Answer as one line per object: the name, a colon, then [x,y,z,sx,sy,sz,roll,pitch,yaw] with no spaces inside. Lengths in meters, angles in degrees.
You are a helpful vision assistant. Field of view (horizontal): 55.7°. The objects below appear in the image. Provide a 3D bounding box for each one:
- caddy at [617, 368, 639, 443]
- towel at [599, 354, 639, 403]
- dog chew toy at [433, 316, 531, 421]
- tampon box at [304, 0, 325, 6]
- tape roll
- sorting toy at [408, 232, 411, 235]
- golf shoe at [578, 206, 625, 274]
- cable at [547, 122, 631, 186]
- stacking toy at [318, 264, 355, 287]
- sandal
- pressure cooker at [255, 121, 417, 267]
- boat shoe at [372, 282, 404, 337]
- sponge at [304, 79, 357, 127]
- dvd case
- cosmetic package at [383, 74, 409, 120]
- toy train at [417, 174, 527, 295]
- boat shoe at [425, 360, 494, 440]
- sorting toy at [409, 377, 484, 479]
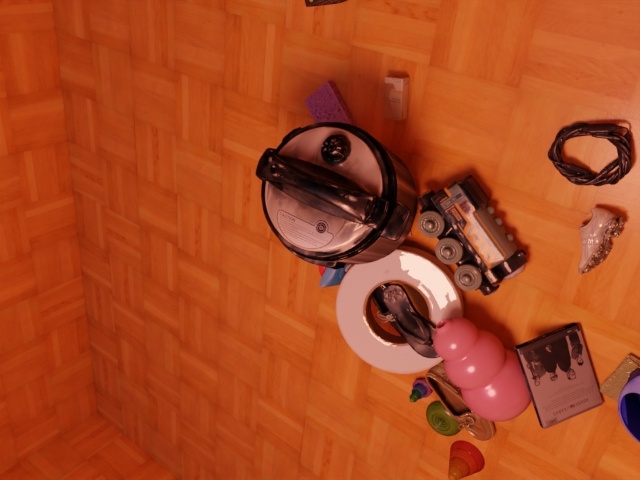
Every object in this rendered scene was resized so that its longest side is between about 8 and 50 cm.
caddy: [0.863,0.420,1.402,0.341,0.179,0.241,44,128,7]
towel: [0.800,0.368,1.555,0.110,0.027,0.148,36,128,20]
dog chew toy: [0.440,0.346,1.684,0.332,0.207,0.206,47,135,-13]
tampon box: [0.030,-0.694,1.597,0.101,0.161,0.121,-3,107,41]
tape roll: [0.237,0.208,1.829,0.391,0.072,0.392,4,103,19]
sorting toy: [0.245,-0.055,1.824,0.062,0.012,0.083,13,121,41]
golf shoe: [0.666,-0.001,1.480,0.086,0.069,0.176,47,133,40]
cable: [0.630,-0.200,1.422,0.184,0.047,0.151,2,117,36]
stacking toy: [0.000,0.000,1.977,0.302,0.165,0.175,43,123,31]
sandal: [0.262,0.244,1.759,0.097,0.054,0.254,-41,86,23]
pressure cooker: [0.043,-0.122,1.615,0.369,0.420,0.376,-20,79,18]
boat shoe: [0.223,0.213,1.923,0.095,0.079,0.255,-25,95,36]
sponge: [0.040,-0.364,1.835,0.117,0.031,0.210,-27,92,44]
dvd case: [0.633,0.360,1.607,0.029,0.179,0.239,-135,24,-80]
cosmetic package: [0.209,-0.394,1.673,0.060,0.041,0.115,16,119,33]
toy train: [0.405,-0.014,1.634,0.190,0.142,0.334,-37,85,34]
boat shoe: [0.427,0.514,1.889,0.285,0.089,0.104,52,133,8]
sorting toy: [0.386,0.625,1.953,0.127,0.126,0.366,-30,91,44]
